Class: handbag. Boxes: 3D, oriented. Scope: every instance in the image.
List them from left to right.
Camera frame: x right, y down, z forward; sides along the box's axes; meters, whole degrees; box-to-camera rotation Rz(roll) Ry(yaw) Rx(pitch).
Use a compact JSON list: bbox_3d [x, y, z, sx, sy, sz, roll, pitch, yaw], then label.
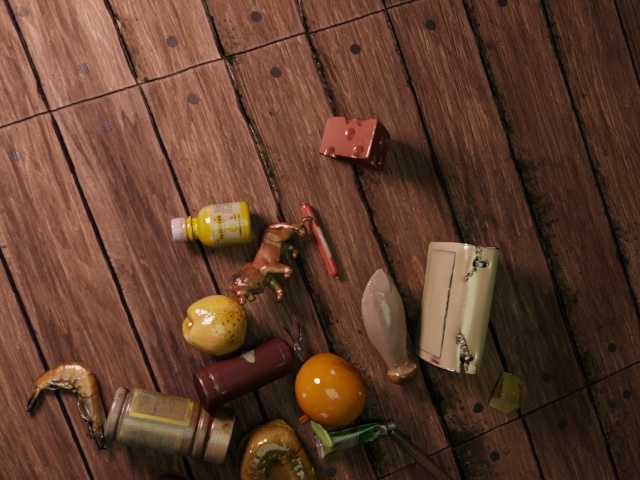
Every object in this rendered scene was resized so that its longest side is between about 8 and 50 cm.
[{"bbox_3d":[0.401,0.186,1.710,0.160,0.237,0.358,9,90,-9],"label":"handbag"}]

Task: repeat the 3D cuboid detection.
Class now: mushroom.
[{"bbox_3d":[0.199,0.254,1.732,0.128,0.128,0.350,-20,98,-10],"label":"mushroom"}]

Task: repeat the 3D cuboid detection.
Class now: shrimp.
[{"bbox_3d":[-0.688,0.468,1.609,0.198,0.051,0.262,-19,92,-3],"label":"shrimp"}]

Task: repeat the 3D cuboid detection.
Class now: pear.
[{"bbox_3d":[-0.289,0.232,1.615,0.178,0.178,0.178,0,91,-11],"label":"pear"}]

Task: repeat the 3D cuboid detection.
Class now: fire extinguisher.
[{"bbox_3d":[-0.182,0.344,1.643,0.337,0.114,0.135,-18,78,-27],"label":"fire extinguisher"}]

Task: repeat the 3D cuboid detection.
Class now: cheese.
[{"bbox_3d":[0.088,-0.278,1.687,0.177,0.203,0.128,14,91,18],"label":"cheese"}]

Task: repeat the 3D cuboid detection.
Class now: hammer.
[{"bbox_3d":[0.347,0.697,1.812,0.365,0.043,0.111,43,84,-8],"label":"hammer"}]

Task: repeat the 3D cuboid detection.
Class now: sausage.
[{"bbox_3d":[0.000,0.000,1.732,0.034,0.034,0.253,-24,95,-9],"label":"sausage"}]

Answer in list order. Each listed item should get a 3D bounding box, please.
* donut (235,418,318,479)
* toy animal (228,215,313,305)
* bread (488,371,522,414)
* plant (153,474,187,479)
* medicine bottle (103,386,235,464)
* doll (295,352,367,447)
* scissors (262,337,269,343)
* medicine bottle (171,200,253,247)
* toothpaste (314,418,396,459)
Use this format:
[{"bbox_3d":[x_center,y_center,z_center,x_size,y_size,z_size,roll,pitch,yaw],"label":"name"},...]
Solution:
[{"bbox_3d":[-0.125,0.654,1.676,0.208,0.128,0.261,-34,96,-8],"label":"donut"},{"bbox_3d":[-0.146,0.053,1.652,0.158,0.097,0.312,21,63,-6],"label":"toy animal"},{"bbox_3d":[0.581,0.474,1.862,0.084,0.080,0.109,26,51,-10],"label":"bread"},{"bbox_3d":[-0.403,0.767,1.534,0.213,0.312,0.215,-38,94,-11],"label":"plant"},{"bbox_3d":[-0.406,0.500,1.606,0.323,0.151,0.151,16,88,-11],"label":"medicine bottle"},{"bbox_3d":[0.011,0.447,1.669,0.213,0.213,0.236,33,99,-10],"label":"doll"},{"bbox_3d":[-0.174,0.320,1.719,0.083,0.006,0.036,-43,100,-7],"label":"scissors"},{"bbox_3d":[-0.299,-0.038,1.628,0.213,0.122,0.121,-7,93,-10],"label":"medicine bottle"},{"bbox_3d":[0.106,0.582,1.761,0.248,0.047,0.078,-13,92,-8],"label":"toothpaste"}]
